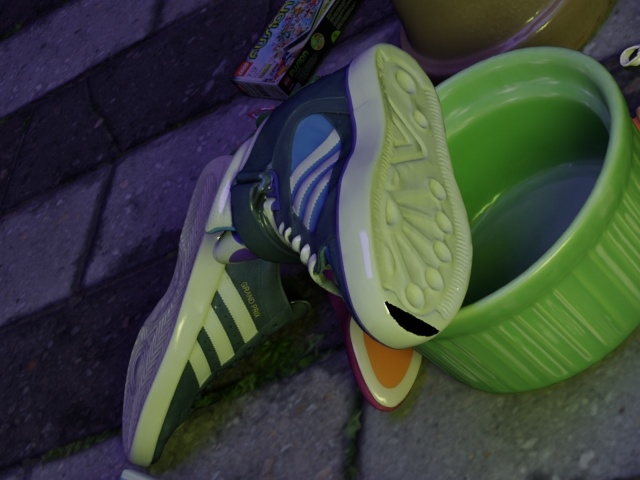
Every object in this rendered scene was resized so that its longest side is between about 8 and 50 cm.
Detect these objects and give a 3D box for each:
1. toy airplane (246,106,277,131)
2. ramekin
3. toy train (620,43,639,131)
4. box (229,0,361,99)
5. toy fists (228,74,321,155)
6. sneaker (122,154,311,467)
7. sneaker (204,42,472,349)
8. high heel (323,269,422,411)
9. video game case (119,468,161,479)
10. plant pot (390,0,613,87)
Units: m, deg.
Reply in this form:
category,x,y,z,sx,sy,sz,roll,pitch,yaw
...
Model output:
category,x,y,z,sx,sy,sz,roll,pitch,yaw
toy airplane,-0.022,-0.161,1.767,0.151,0.028,0.151,-21,4,2
ramekin,0.172,-0.011,1.343,0.303,0.148,0.303,-29,38,26
toy train,0.325,-0.160,1.418,0.125,0.046,0.166,-29,38,25
box,-0.021,-0.273,1.925,0.114,0.036,0.207,13,65,53
toy fists,-0.022,-0.097,1.653,0.279,0.096,0.142,-31,30,54
sneaker,-0.097,0.091,1.577,0.350,0.148,0.131,-67,22,14
sneaker,0.000,-0.001,1.293,0.236,0.130,0.322,-36,39,34
high heel,0.040,0.081,1.486,0.117,0.082,0.244,121,147,-47
video game case,-0.129,0.327,1.345,0.212,0.023,0.193,14,89,42
plant pot,0.156,-0.314,1.601,0.263,0.229,0.263,-28,39,25
